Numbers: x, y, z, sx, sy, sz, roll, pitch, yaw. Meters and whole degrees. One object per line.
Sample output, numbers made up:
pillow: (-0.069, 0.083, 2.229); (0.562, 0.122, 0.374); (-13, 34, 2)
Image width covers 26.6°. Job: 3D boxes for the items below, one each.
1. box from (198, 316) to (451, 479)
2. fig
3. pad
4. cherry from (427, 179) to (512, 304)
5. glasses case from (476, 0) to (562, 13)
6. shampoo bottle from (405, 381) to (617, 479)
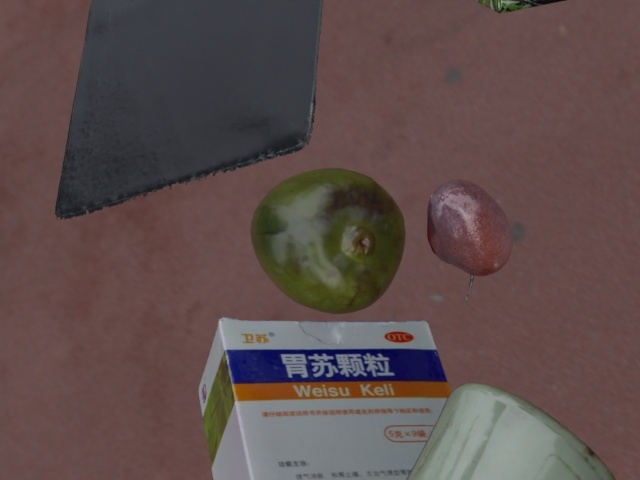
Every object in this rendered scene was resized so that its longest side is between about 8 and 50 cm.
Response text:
box: (0.023, 0.208, 1.133); (0.106, 0.200, 0.299); (110, 154, -43)
fig: (0.000, 0.000, 1.862); (0.225, 0.203, 0.203); (-2, 68, 55)
pad: (-0.041, -0.104, 0.484); (0.116, 0.004, 0.193); (-13, 61, 35)
cherry: (0.168, -0.013, 1.515); (0.087, 0.126, 0.106); (-34, 61, -24)
glasses case: (0.198, -0.343, 1.644); (0.095, 0.062, 0.272); (-14, 26, -15)
shampoo bottle: (0.058, 0.198, 0.684); (0.234, 0.118, 0.087); (-55, 21, -24)
